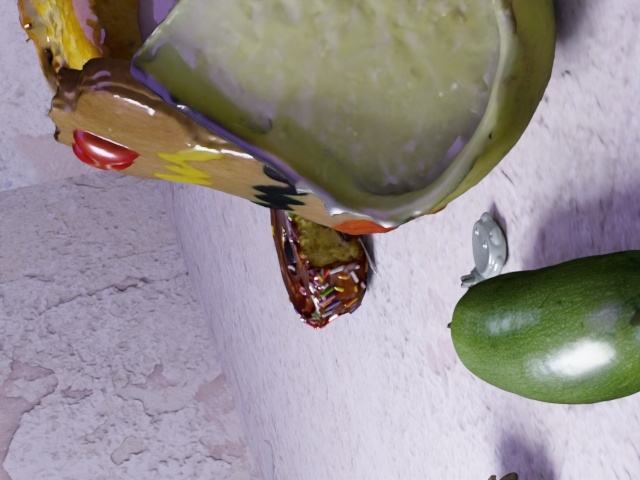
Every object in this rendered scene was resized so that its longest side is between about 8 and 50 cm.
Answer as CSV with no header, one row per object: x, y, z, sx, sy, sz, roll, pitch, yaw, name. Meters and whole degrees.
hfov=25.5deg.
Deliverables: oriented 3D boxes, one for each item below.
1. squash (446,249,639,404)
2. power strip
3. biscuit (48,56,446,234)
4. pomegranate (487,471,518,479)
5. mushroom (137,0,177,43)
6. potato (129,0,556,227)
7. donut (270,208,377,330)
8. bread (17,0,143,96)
0.175,0.068,1.062,0.395,0.107,0.107,161,96,-76,squash
0.147,0.015,1.299,0.055,0.035,0.083,-115,20,-45,power strip
-0.086,-0.078,1.455,0.368,0.394,0.076,153,132,-77,biscuit
0.141,0.312,1.346,0.225,0.187,0.187,-63,34,32,pomegranate
-0.023,-0.247,1.399,0.290,0.292,0.292,25,136,29,mushroom
0.068,-0.167,1.121,0.280,0.213,0.330,49,121,15,potato
-0.001,-0.001,1.804,0.216,0.096,0.230,95,159,-61,donut
-0.162,-0.289,1.638,0.336,0.358,0.204,68,160,3,bread
